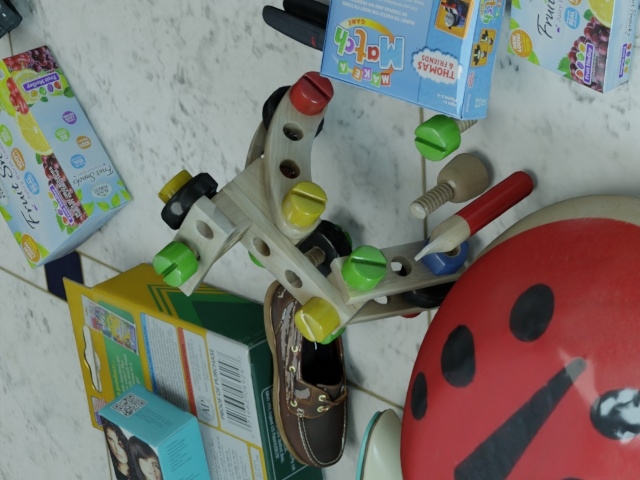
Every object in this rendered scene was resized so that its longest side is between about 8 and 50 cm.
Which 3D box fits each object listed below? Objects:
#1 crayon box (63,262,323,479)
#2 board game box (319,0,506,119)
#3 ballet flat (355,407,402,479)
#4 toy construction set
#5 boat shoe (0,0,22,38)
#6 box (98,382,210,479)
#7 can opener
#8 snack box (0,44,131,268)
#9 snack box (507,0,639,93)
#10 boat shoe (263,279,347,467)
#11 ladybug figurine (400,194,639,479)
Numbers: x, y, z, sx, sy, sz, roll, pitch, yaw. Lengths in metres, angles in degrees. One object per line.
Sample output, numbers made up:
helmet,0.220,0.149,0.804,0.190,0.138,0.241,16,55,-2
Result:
crayon box,-0.143,0.151,1.909,0.323,0.083,0.203,17,124,43
board game box,0.081,-0.220,1.409,0.160,0.039,0.212,22,110,39
ballet flat,0.073,0.272,1.739,0.086,0.086,0.248,38,137,31
toy construction set,0.000,0.000,1.506,0.308,0.237,0.257,-9,110,50
boat shoe,-0.442,-0.346,1.976,0.303,0.091,0.114,58,-173,6
box,-0.169,0.282,1.903,0.100,0.060,0.244,25,137,38
can opener,0.013,-0.184,1.545,0.186,0.059,0.073,26,130,39
snack box,-0.325,-0.093,1.995,0.174,0.070,0.207,-33,83,53
snack box,0.197,-0.197,1.334,0.100,0.037,0.141,31,132,38
boat shoe,-0.008,0.139,1.747,0.073,0.073,0.207,10,118,49
ladybug figurine,0.195,0.147,1.434,0.305,0.162,0.449,48,140,20
